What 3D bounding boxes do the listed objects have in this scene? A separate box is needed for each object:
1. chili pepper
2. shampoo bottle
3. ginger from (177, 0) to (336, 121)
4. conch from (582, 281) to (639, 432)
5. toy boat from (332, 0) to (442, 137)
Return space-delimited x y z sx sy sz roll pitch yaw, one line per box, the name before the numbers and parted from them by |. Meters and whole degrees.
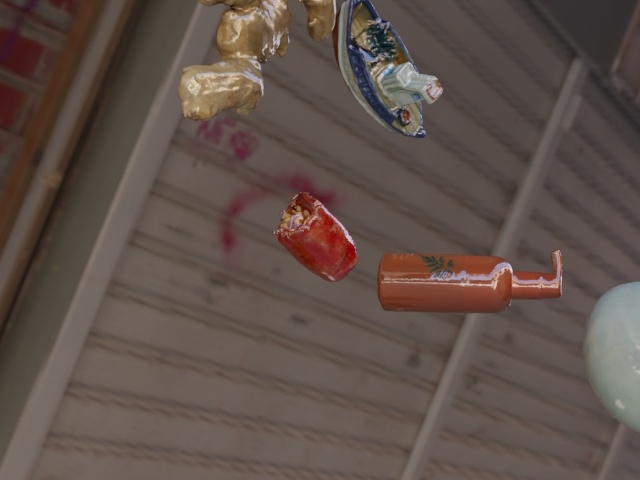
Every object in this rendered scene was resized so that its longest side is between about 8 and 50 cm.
chili pepper | 0.000 0.000 1.716 0.070 0.073 0.123 -17 -38 23
shampoo bottle | 0.201 0.056 1.834 0.244 0.085 0.085 -1 -6 13
ginger | -0.077 -0.217 1.353 0.065 0.258 0.149 -8 -61 42
conch | 0.432 0.153 1.776 0.221 0.185 0.121 39 4 26
toy boat | 0.110 -0.274 2.160 0.115 0.114 0.262 -18 -66 47
